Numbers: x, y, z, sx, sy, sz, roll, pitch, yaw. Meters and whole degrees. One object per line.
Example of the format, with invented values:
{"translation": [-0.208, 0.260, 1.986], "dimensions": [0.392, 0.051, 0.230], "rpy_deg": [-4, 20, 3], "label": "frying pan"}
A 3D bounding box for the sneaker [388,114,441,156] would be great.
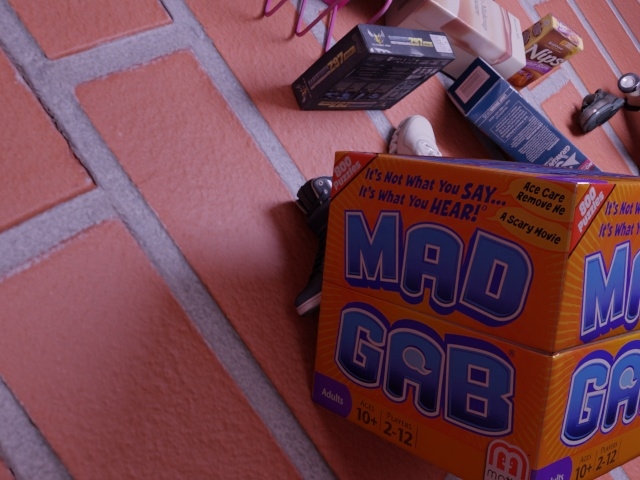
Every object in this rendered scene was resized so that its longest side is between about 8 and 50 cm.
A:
{"translation": [0.191, -0.113, 1.299], "dimensions": [0.110, 0.118, 0.292], "rpy_deg": [23, 53, -28], "label": "sneaker"}

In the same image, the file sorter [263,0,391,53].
{"translation": [-0.030, -0.485, 1.247], "dimensions": [0.290, 0.202, 0.182], "rpy_deg": [28, 53, -27], "label": "file sorter"}

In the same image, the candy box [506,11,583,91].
{"translation": [0.489, -0.429, 1.675], "dimensions": [0.109, 0.186, 0.053], "rpy_deg": [23, 54, -30], "label": "candy box"}

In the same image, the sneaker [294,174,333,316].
{"translation": [-0.001, 0.000, 1.096], "dimensions": [0.163, 0.086, 0.226], "rpy_deg": [49, 50, -1], "label": "sneaker"}

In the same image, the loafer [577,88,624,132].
{"translation": [0.714, -0.346, 1.911], "dimensions": [0.084, 0.096, 0.267], "rpy_deg": [45, 35, 16], "label": "loafer"}

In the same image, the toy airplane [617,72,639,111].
{"translation": [0.981, -0.298, 1.968], "dimensions": [0.385, 0.272, 0.386], "rpy_deg": [67, 27, -19], "label": "toy airplane"}

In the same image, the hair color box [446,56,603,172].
{"translation": [0.434, -0.218, 1.528], "dimensions": [0.347, 0.105, 0.174], "rpy_deg": [36, 20, -20], "label": "hair color box"}

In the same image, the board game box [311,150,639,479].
{"translation": [0.248, 0.078, 0.982], "dimensions": [0.356, 0.356, 0.357], "rpy_deg": [-3, 103, -42], "label": "board game box"}

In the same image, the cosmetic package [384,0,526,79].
{"translation": [0.287, -0.456, 1.556], "dimensions": [0.296, 0.129, 0.153], "rpy_deg": [21, 53, -32], "label": "cosmetic package"}

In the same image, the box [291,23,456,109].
{"translation": [0.093, -0.293, 1.262], "dimensions": [0.232, 0.183, 0.059], "rpy_deg": [-10, 74, -42], "label": "box"}
